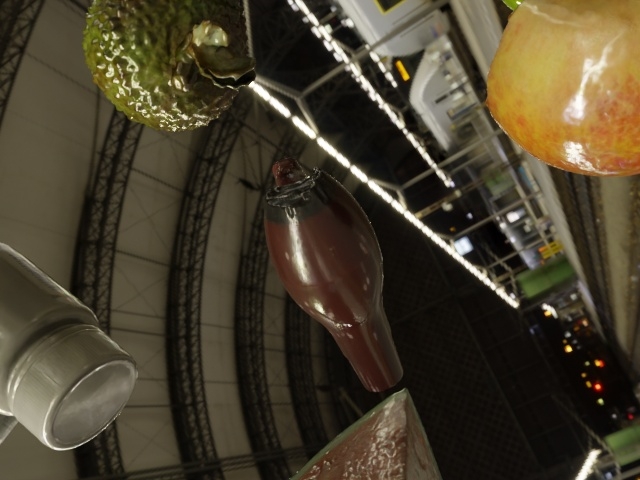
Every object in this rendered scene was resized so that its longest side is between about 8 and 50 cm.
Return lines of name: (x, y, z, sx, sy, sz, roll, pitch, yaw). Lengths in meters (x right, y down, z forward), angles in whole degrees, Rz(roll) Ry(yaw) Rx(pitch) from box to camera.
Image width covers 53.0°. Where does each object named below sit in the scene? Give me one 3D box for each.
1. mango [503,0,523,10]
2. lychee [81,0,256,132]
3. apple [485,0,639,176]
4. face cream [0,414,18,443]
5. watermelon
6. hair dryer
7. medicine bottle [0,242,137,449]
mango: (0.207, -0.262, 0.626, 0.108, 0.073, 0.056, 31, -143, -36)
lychee: (-0.237, -0.305, 1.010, 0.270, 0.269, 0.320, 52, -169, -26)
apple: (0.322, -0.165, 0.603, 0.251, 0.293, 0.163, 39, -164, -55)
face cream: (-0.582, 0.311, 1.188, 0.198, 0.057, 0.084, -58, -15, -32)
watermelon: (0.048, 0.319, 0.789, 0.250, 0.282, 0.293, -121, 25, -47)
hair dryer: (0.000, 0.000, 0.864, 0.340, 0.123, 0.313, -114, 0, -55)
medicine bottle: (-0.478, 0.169, 1.047, 0.339, 0.208, 0.208, 32, -174, 22)
